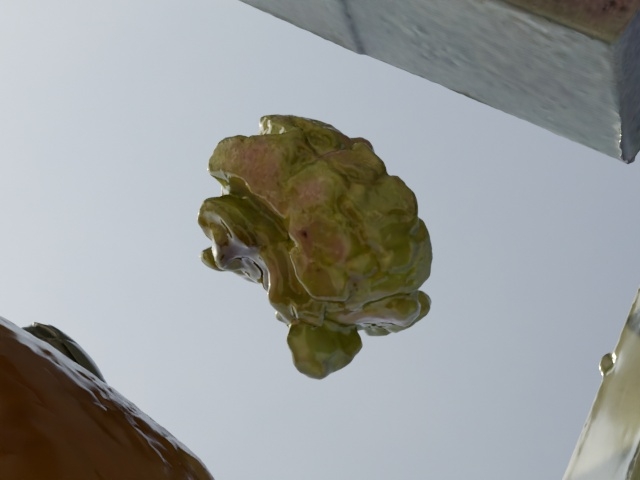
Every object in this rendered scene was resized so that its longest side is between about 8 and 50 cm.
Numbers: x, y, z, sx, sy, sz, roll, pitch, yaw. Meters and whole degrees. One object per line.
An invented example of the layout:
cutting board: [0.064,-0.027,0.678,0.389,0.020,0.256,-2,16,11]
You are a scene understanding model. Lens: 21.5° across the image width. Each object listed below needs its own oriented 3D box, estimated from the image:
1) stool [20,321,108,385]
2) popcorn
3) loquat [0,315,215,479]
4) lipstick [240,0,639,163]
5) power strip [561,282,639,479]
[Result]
stool: [-0.178,0.107,0.973,0.110,0.096,0.096,-29,-129,-28]
popcorn: [0.000,-0.002,0.721,0.089,0.109,0.097,-28,-164,-18]
loquat: [-0.160,0.164,0.505,0.328,0.328,0.328,-9,-123,14]
lipstick: [-0.023,-0.123,0.557,0.317,0.068,0.066,27,-112,27]
power strip: [0.134,0.050,0.618,0.048,0.080,0.286,19,-90,-14]
